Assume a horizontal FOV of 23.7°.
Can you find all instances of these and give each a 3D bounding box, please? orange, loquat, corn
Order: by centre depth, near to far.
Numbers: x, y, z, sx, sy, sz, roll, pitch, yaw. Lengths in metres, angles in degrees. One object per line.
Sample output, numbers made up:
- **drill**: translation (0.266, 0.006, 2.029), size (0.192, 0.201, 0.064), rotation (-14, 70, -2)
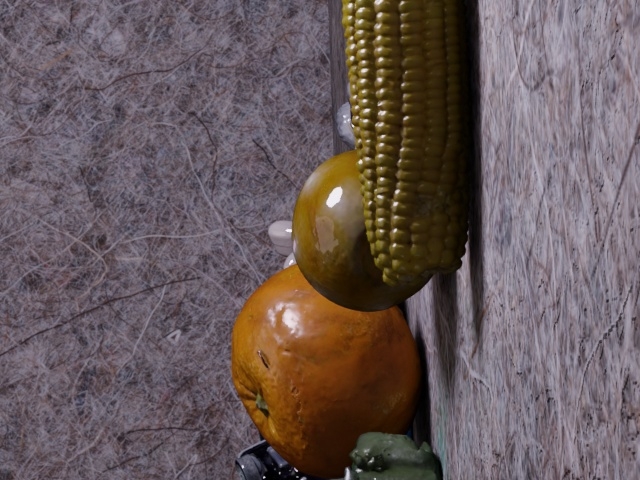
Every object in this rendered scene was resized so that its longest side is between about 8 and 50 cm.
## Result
- **corn**: translation (0.083, -0.138, 1.443), size (0.120, 0.120, 0.363), rotation (-126, 34, -86)
- **loquat**: translation (0.053, -0.014, 1.686), size (0.227, 0.179, 0.179), rotation (-120, 28, -77)
- **orange**: translation (0.011, 0.167, 1.969), size (0.284, 0.226, 0.284), rotation (56, 160, 33)

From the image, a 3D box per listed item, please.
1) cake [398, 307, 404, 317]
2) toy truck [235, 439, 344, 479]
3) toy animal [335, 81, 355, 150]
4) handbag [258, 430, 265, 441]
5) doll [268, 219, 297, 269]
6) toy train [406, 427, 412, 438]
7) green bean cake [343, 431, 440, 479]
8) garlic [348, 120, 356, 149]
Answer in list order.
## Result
- **cake**: translation (0.034, 0.079, 2.228), size (0.260, 0.156, 0.179), rotation (-99, -3, -80)
- **toy truck**: translation (0.005, 0.434, 2.277), size (0.363, 0.177, 0.178), rotation (48, 153, 49)
- **toy animal**: translation (0.070, -0.153, 2.118), size (0.324, 0.090, 0.195), rotation (76, -178, -59)
- **handbag**: translation (0.003, 0.275, 2.539), size (0.263, 0.222, 0.241), rotation (-94, -2, -61)
- **doll**: translation (0.000, 0.000, 2.096), size (0.160, 0.161, 0.059), rotation (33, 150, 60)
- **toy train**: translation (0.084, 0.274, 2.191), size (0.204, 0.083, 0.131), rotation (99, 167, -81)
- **green bean cake**: translation (0.082, 0.354, 1.812), size (0.222, 0.125, 0.227), rotation (88, -179, -56)
- **garlic**: translation (0.085, -0.077, 1.926), size (0.084, 0.066, 0.152), rotation (20, -121, -56)
